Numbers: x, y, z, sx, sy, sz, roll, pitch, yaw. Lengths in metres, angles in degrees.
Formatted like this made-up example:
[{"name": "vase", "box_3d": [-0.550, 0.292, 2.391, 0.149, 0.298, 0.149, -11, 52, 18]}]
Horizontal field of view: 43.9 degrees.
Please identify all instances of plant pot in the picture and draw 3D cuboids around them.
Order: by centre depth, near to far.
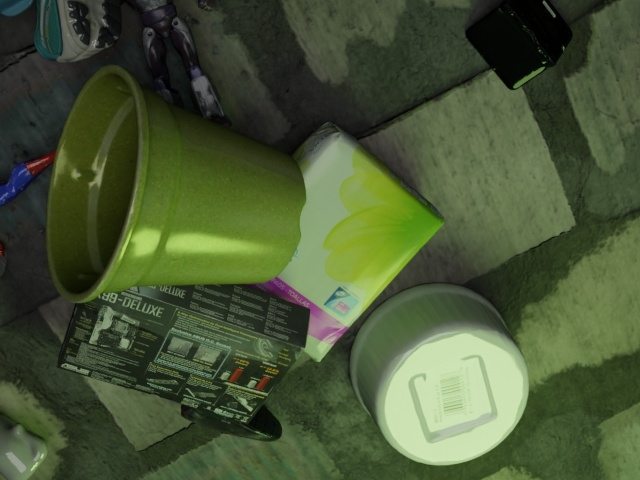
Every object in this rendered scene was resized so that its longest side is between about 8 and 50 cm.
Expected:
[{"name": "plant pot", "box_3d": [-0.168, -0.048, 0.981, 0.254, 0.276, 0.276, 11, 108, -37]}]

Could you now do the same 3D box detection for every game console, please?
[{"name": "game console", "box_3d": [0.294, -0.305, 1.171, 0.122, 0.071, 0.107, 44, 67, -20]}]

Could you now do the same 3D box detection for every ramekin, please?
[{"name": "ramekin", "box_3d": [0.194, 0.219, 1.265, 0.277, 0.135, 0.277, -3, 109, -9]}]

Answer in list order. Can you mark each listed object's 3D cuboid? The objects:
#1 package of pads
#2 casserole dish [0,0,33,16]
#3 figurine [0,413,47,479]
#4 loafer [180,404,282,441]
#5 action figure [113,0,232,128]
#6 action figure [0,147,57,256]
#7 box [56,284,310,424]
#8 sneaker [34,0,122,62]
[{"name": "package of pads", "box_3d": [0.000, 0.000, 1.177, 0.229, 0.101, 0.296, 38, 98, -20]}, {"name": "casserole dish", "box_3d": [-0.394, -0.351, 0.913, 0.114, 0.037, 0.188, -24, 96, 15]}, {"name": "figurine", "box_3d": [-0.554, 0.319, 1.201, 0.209, 0.092, 0.215, 43, 96, -15]}, {"name": "loafer", "box_3d": [-0.143, 0.285, 1.277, 0.170, 0.062, 0.061, 29, 124, -14]}, {"name": "action figure", "box_3d": [-0.205, -0.276, 1.052, 0.185, 0.099, 0.285, -16, 107, 6]}, {"name": "action figure", "box_3d": [-0.447, -0.019, 1.096, 0.280, 0.091, 0.139, -24, 102, -1]}, {"name": "box", "box_3d": [-0.201, 0.140, 1.134, 0.307, 0.076, 0.242, 20, 136, -13]}, {"name": "sneaker", "box_3d": [-0.320, -0.353, 0.974, 0.110, 0.107, 0.275, -9, 80, 33]}]
